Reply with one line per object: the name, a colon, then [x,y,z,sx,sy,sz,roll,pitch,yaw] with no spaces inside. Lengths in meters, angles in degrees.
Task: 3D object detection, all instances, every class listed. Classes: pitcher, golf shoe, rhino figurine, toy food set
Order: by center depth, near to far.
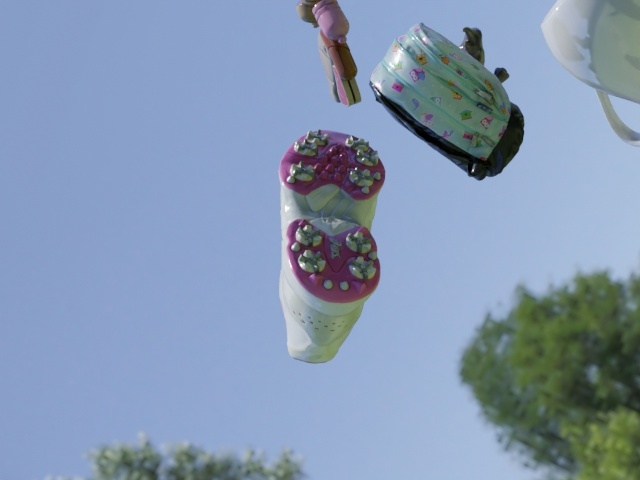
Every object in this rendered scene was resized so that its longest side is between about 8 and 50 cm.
toy food set: [0.005,-0.145,1.129,0.019,0.078,0.122,-22,-60,-13]
golf shoe: [0.000,0.000,1.627,0.306,0.115,0.140,-82,5,-53]
pitcher: [0.354,-0.210,1.867,0.125,0.207,0.178,-53,3,-38]
rhino figurine: [0.228,-0.217,2.295,0.106,0.073,0.243,-59,-30,-33]

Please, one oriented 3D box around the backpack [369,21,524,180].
backpack: [0.146,-0.166,1.831,0.115,0.182,0.152,-54,17,7]
